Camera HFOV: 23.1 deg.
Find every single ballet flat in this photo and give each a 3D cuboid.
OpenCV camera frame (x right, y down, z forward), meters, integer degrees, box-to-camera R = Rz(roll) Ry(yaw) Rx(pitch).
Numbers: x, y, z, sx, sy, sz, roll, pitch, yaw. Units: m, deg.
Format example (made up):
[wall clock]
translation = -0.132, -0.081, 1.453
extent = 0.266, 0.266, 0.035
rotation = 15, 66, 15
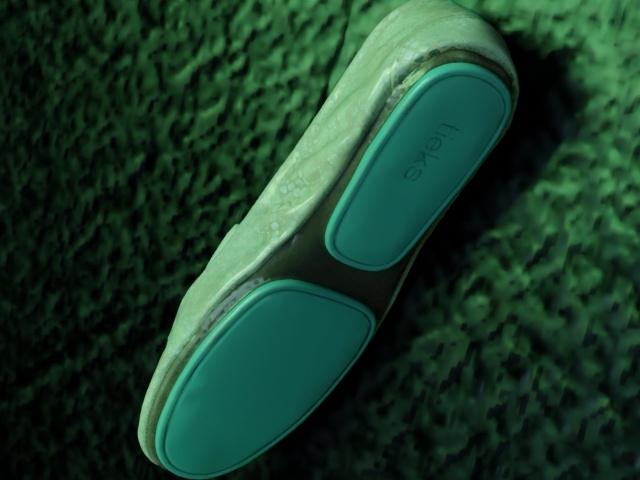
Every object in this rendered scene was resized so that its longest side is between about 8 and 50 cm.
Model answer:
[ballet flat]
translation = 0.000, 0.000, 0.470
extent = 0.168, 0.057, 0.052
rotation = -51, 33, 19
